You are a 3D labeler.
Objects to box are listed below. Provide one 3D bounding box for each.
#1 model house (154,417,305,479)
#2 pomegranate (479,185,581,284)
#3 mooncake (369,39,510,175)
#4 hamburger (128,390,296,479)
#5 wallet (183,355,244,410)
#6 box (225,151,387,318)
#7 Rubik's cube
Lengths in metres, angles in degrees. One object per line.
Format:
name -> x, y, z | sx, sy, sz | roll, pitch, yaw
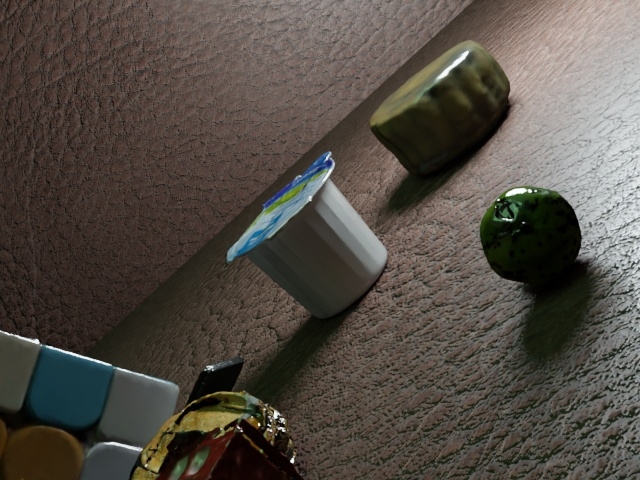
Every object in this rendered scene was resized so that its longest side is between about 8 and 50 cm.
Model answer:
model house -> -0.115, 0.341, 0.934 | 0.160, 0.196, 0.254 | -31, 18, 39
pomegranate -> 0.254, 0.000, 1.115 | 0.122, 0.122, 0.161 | -45, -14, -9
mooncake -> 0.250, -0.268, 1.858 | 0.290, 0.161, 0.290 | -40, 12, 10
hamburger -> -0.145, 0.307, 1.236 | 0.231, 0.107, 0.231 | -24, 33, 17
wallet -> -0.195, 0.295, 1.418 | 0.244, 0.025, 0.124 | -67, -18, 9
box -> 0.000, 0.000, 1.657 | 0.262, 0.206, 0.291 | -29, 18, 45
Rubik's cube -> -0.466, 0.351, 1.404 | 0.346, 0.347, 0.344 | -25, 48, 59
